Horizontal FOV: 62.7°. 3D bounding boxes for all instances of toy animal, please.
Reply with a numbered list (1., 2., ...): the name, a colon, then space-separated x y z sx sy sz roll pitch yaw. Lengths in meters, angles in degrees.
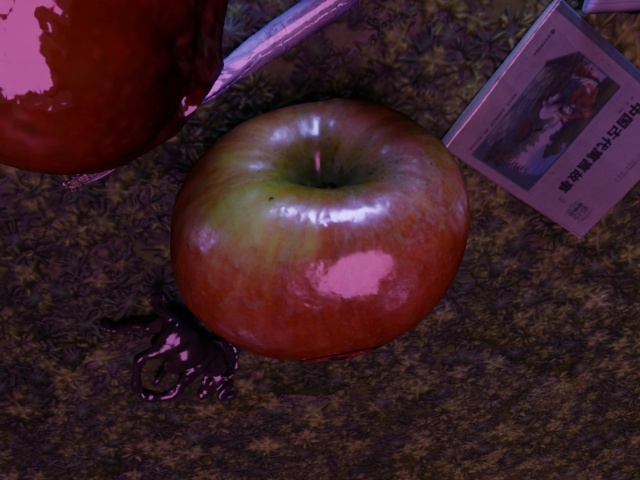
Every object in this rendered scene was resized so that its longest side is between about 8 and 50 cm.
1. toy animal: -0.212 0.163 0.776 0.148 0.084 0.233 -28 125 -5

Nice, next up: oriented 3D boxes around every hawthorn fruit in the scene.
1. hawthorn fruit: -0.212 -0.191 0.381 0.295 0.295 0.311 -41 133 18

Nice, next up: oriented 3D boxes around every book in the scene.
1. book: 0.321 -0.140 0.680 0.282 0.025 0.215 24 117 -23

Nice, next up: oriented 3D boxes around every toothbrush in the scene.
1. toothbrush: -0.114 -0.170 0.568 0.413 0.042 0.035 -31 125 10

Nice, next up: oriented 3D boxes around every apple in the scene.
1. apple: 0.000 0.000 0.574 0.309 0.277 0.250 7 142 15

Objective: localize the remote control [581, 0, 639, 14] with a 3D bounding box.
1. remote control: 0.374 -0.284 0.582 0.166 0.029 0.065 -6 125 -7
